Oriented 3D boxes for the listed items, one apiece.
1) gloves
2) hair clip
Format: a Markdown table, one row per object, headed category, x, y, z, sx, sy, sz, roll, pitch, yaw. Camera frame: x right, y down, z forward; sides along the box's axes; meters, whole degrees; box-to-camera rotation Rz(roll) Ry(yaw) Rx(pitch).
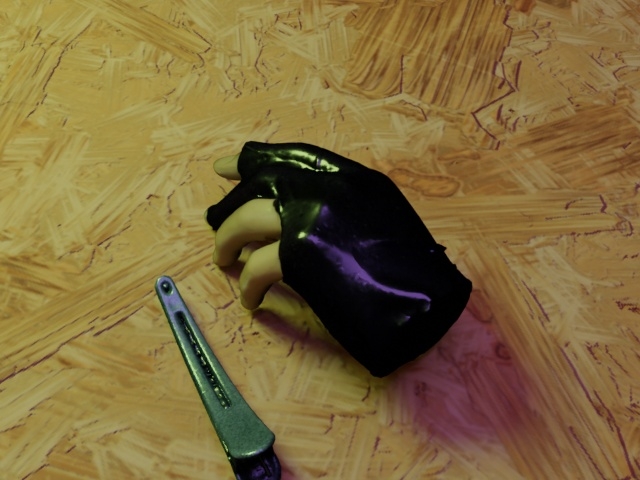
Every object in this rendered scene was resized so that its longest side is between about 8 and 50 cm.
| category | x | y | z | sx | sy | sz | roll | pitch | yaw |
| --- | --- | --- | --- | --- | --- | --- | --- | --- | --- |
| gloves | 0.006 | -0.004 | 0.791 | 0.301 | 0.152 | 0.197 | 22 | 23 | 32 |
| hair clip | -0.100 | 0.117 | 0.734 | 0.039 | 0.070 | 0.229 | -24 | 48 | -18 |
